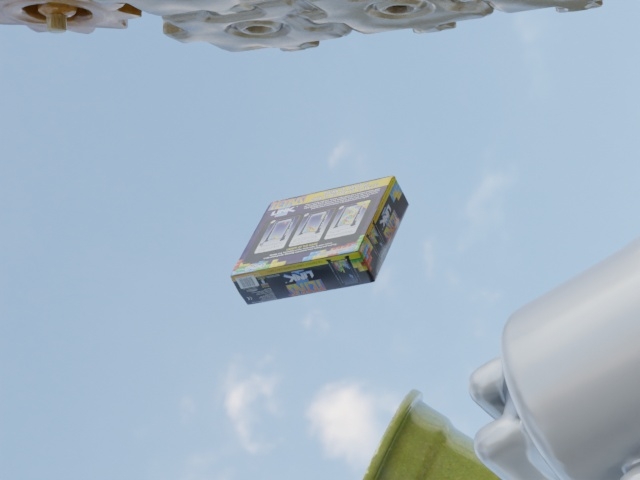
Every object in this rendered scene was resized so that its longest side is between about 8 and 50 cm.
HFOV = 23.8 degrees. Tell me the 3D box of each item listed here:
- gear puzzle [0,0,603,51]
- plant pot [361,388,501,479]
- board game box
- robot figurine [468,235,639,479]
[{"bbox_3d":[-0.018,-0.138,0.747,0.175,0.339,0.044,16,-108,-64],"label":"gear puzzle"},{"bbox_3d":[0.167,0.342,1.704,0.276,0.254,0.276,22,-90,-79],"label":"plant pot"},{"bbox_3d":[0.000,0.000,1.702,0.048,0.170,0.141,61,-145,-27],"label":"board game box"},{"bbox_3d":[0.295,0.098,1.285,0.200,0.353,0.300,39,-149,-33],"label":"robot figurine"}]
